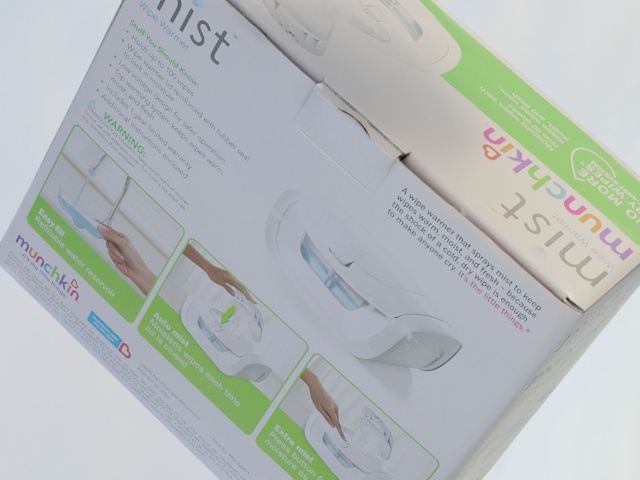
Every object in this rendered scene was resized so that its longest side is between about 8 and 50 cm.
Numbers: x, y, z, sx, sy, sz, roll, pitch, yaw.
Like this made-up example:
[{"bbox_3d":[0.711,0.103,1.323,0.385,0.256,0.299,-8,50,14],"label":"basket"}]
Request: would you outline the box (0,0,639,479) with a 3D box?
[{"bbox_3d":[0.000,0.000,0.962,0.127,0.262,0.231,-32,-20,-50],"label":"box"}]
